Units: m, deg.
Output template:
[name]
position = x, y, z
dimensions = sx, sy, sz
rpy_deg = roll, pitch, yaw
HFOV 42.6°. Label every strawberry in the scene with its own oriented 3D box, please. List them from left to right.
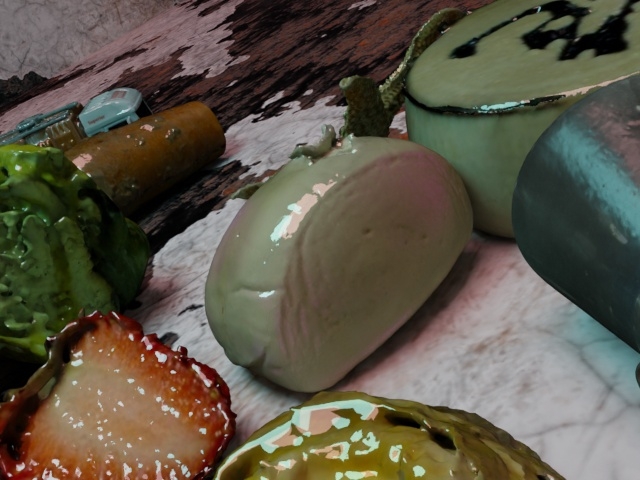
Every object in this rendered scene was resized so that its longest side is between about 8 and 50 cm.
[strawberry]
position = -0.159, 0.155, 0.657
dimensions = 0.208, 0.087, 0.167
rpy_deg = 27, 74, 29

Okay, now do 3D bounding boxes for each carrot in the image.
[carrot]
position = -0.288, -0.104, 1.202
dimensions = 0.302, 0.139, 0.139
rpy_deg = -38, 28, -29

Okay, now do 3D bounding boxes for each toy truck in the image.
[toy truck]
position = -0.406, -0.141, 1.337
dimensions = 0.305, 0.162, 0.136
rpy_deg = -23, 25, 4

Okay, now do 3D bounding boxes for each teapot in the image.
[teapot]
position = 0.237, 0.013, 0.486
dimensions = 0.203, 0.171, 0.225
rpy_deg = 4, 31, -9

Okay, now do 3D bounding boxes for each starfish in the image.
[starfish]
position = 0.016, -0.107, 0.927
dimensions = 0.358, 0.078, 0.347
rpy_deg = -44, 5, -37

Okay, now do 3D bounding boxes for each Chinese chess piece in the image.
[Chinese chess piece]
position = 0.250, -0.148, 0.773
dimensions = 0.349, 0.146, 0.349
rpy_deg = -20, 27, 11

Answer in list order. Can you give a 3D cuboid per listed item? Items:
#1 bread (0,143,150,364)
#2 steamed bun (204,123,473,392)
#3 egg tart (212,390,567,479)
[bread]
position = -0.371, 0.013, 0.928
dimensions = 0.376, 0.251, 0.208
rpy_deg = 10, 58, 48
[steamed bun]
position = 0.000, 0.000, 0.696
dimensions = 0.238, 0.152, 0.170
rpy_deg = -42, 26, -21
[egg tart]
position = 0.008, 0.172, 0.435
dimensions = 0.279, 0.095, 0.279
rpy_deg = -19, 24, 9
